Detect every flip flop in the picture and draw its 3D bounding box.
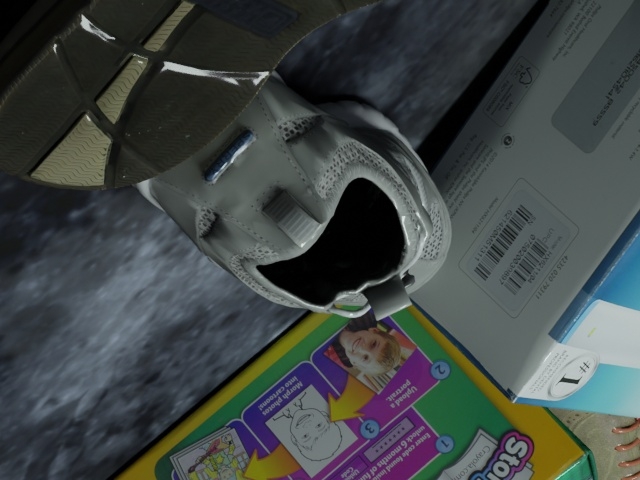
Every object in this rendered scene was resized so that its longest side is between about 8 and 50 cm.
[{"bbox_3d":[-0.019,-0.116,0.659,0.112,0.080,0.277,27,128,-38],"label":"flip flop"}]

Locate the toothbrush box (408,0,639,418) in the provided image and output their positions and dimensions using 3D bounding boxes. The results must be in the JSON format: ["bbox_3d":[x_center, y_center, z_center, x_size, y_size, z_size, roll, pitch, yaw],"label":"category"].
[{"bbox_3d":[0.202,-0.018,1.053,0.295,0.126,0.216,13,116,-53],"label":"toothbrush box"}]

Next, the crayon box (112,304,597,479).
[{"bbox_3d":[-0.005,0.155,1.051,0.278,0.165,0.081,-40,157,-5],"label":"crayon box"}]

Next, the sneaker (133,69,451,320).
[{"bbox_3d":[0.000,0.000,0.844,0.105,0.115,0.281,-46,157,10],"label":"sneaker"}]

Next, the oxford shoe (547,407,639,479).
[{"bbox_3d":[0.210,0.109,1.361,0.123,0.130,0.348,-34,156,-19],"label":"oxford shoe"}]
